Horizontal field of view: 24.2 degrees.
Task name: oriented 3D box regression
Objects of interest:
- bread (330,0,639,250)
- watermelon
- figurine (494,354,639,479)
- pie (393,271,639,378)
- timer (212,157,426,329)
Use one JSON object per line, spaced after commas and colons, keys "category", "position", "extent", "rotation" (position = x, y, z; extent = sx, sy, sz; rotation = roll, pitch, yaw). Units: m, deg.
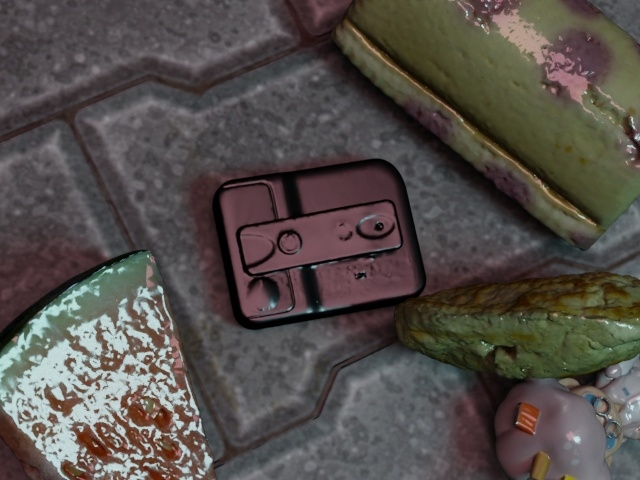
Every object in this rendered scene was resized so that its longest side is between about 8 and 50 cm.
{"category": "bread", "position": [0.186, -0.167, 1.424], "extent": [0.338, 0.187, 0.155], "rotation": [39, 49, 0]}
{"category": "watermelon", "position": [-0.183, 0.160, 1.320], "extent": [0.193, 0.140, 0.257], "rotation": [-31, 94, -20]}
{"category": "figurine", "position": [0.243, 0.172, 1.397], "extent": [0.229, 0.112, 0.137], "rotation": [-25, 91, -28]}
{"category": "pie", "position": [0.199, 0.077, 1.360], "extent": [0.248, 0.201, 0.090], "rotation": [-3, 94, 24]}
{"category": "timer", "position": [0.000, 0.000, 1.416], "extent": [0.187, 0.055, 0.144], "rotation": [-10, 78, -13]}
